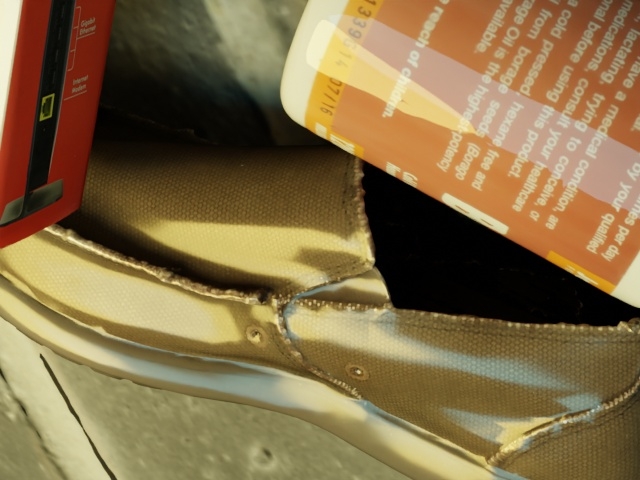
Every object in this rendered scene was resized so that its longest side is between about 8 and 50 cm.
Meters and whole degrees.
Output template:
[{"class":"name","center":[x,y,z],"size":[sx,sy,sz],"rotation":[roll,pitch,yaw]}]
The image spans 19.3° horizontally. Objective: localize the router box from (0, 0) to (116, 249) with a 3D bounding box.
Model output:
[{"class":"router box","center":[-0.231,-0.188,0.735],"size":[0.335,0.082,0.301],"rotation":[20,112,16]}]

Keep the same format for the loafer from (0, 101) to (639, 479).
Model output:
[{"class":"loafer","center":[0.000,0.000,0.818],"size":[0.366,0.134,0.130],"rotation":[20,124,8]}]

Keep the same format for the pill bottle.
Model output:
[{"class":"pill bottle","center":[0.104,-0.050,0.699],"size":[0.216,0.121,0.121],"rotation":[29,136,7]}]
